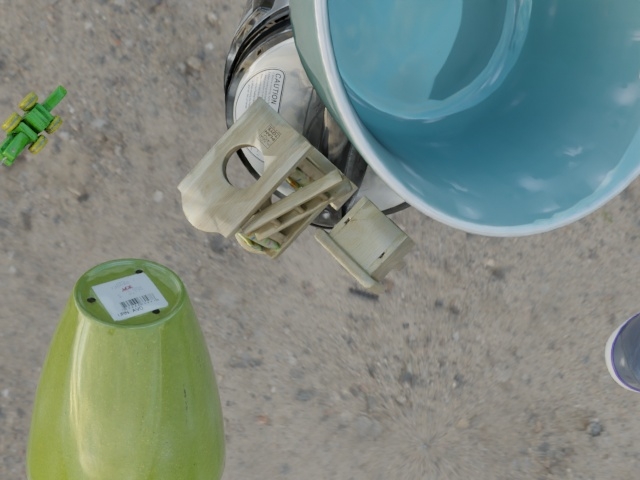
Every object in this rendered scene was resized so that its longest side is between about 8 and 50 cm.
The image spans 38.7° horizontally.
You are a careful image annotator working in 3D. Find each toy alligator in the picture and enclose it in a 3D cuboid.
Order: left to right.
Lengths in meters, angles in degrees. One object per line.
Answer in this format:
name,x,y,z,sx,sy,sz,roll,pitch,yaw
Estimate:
toy alligator,-0.406,-0.136,1.225,0.056,0.051,0.190,44,58,-26

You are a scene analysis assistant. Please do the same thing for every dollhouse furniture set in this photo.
dollhouse furniture set,0.000,0.000,0.721,0.101,0.182,0.161,-47,71,4

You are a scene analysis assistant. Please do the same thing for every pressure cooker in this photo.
pressure cooker,0.051,-0.243,1.384,0.375,0.370,0.420,-21,35,29

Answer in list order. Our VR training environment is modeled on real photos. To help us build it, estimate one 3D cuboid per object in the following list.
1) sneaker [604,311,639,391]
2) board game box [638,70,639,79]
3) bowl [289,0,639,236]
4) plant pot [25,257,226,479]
sneaker,0.481,0.063,1.008,0.322,0.236,0.130,-34,85,-10
board game box,0.182,-0.072,0.126,0.065,0.318,0.319,-7,45,-9
bowl,0.101,-0.169,0.638,0.311,0.163,0.312,-6,103,-26
plant pot,-0.249,0.179,1.194,0.274,0.294,0.275,7,35,-5
